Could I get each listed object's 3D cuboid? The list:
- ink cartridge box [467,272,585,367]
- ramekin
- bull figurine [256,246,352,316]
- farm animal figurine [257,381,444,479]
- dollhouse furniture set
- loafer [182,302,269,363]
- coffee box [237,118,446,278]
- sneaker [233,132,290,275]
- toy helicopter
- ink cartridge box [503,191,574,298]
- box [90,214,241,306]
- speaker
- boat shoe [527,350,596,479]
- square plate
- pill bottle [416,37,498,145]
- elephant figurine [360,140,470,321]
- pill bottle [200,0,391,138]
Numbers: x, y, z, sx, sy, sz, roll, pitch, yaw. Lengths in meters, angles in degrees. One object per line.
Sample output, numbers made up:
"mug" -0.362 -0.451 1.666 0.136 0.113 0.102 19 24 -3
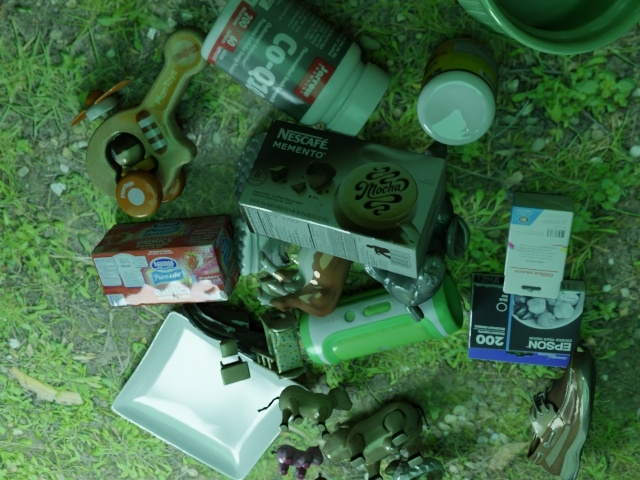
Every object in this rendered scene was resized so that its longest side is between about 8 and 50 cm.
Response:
"ink cartridge box" 0.386 0.164 1.706 0.206 0.045 0.208 3 122 10
"ramekin" 0.319 -0.416 1.250 0.303 0.148 0.303 -4 105 -14
"bull figurine" 0.000 0.000 1.618 0.188 0.101 0.310 10 110 -16
"farm animal figurine" 0.069 0.410 1.862 0.327 0.172 0.330 -15 117 5
"dollhouse furniture set" -0.128 0.182 1.744 0.161 0.101 0.182 -15 109 -14
"loafer" -0.178 0.168 1.829 0.220 0.080 0.078 30 99 -17
"coffee box" 0.038 -0.070 1.452 0.297 0.168 0.119 16 158 14
"sneaker" -0.095 -0.071 1.665 0.115 0.105 0.281 -4 122 -21
"toy helicopter" -0.312 -0.232 1.604 0.235 0.140 0.355 34 111 2
"ink cartridge box" 0.386 0.009 1.602 0.104 0.061 0.181 6 121 10
"box" -0.293 0.040 1.741 0.257 0.122 0.128 -5 120 15
"speaker" 0.115 0.151 1.713 0.296 0.131 0.131 -17 115 22
"boat shoe" 0.463 0.345 1.747 0.116 0.123 0.324 11 127 15
"square plate" -0.240 0.339 1.952 0.344 0.049 0.347 32 122 -6
"pill bottle" 0.217 -0.242 1.400 0.117 0.215 0.117 6 121 9
"elephant figurine" 0.188 -0.018 1.577 0.169 0.239 0.186 34 149 -4
"pill bottle" -0.036 -0.289 1.462 0.283 0.161 0.161 33 122 -7
